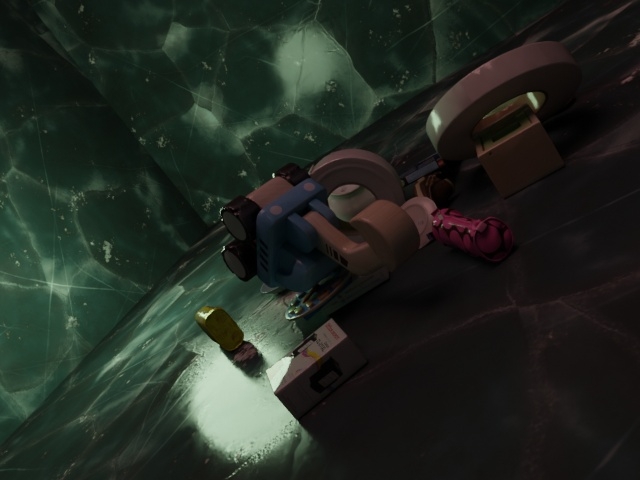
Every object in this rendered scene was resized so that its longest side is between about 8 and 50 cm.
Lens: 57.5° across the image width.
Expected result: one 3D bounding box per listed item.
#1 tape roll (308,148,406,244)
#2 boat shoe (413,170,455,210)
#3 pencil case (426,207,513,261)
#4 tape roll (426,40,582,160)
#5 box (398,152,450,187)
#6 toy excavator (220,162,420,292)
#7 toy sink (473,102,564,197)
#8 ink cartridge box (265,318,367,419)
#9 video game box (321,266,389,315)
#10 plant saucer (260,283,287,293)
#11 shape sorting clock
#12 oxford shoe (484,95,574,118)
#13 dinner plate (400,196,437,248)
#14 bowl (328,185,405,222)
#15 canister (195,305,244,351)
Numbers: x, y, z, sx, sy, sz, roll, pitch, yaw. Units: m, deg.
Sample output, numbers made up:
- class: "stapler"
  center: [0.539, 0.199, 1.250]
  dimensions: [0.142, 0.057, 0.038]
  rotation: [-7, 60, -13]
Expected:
- class: "tape roll"
  center: [0.084, -0.099, 1.567]
  dimensions: [0.286, 0.286, 0.100]
  rotation: [-32, 16, 17]
- class: "boat shoe"
  center: [0.306, -0.133, 1.548]
  dimensions: [0.095, 0.095, 0.257]
  rotation: [-26, 17, 17]
- class: "pencil case"
  center: [0.300, -0.017, 1.185]
  dimensions: [0.095, 0.098, 0.209]
  rotation: [-39, 15, -8]
- class: "tape roll"
  center: [0.454, -0.335, 1.460]
  dimensions: [0.392, 0.072, 0.392]
  rotation: [-20, -19, -7]
- class: "box"
  center: [0.329, -0.226, 1.759]
  dimensions: [0.159, 0.044, 0.233]
  rotation: [-29, 1, 31]
- class: "toy excavator"
  center: [0.000, 0.000, 1.318]
  dimensions: [0.222, 0.445, 0.432]
  rotation: [-38, -27, -31]
- class: "toy sink"
  center: [0.462, -0.226, 1.393]
  dimensions: [0.153, 0.131, 0.234]
  rotation: [-30, 15, 23]
- class: "ink cartridge box"
  center: [-0.010, 0.245, 1.138]
  dimensions: [0.175, 0.072, 0.127]
  rotation: [-39, 14, -5]
- class: "video game box"
  center: [0.084, 0.084, 1.470]
  dimensions: [0.187, 0.048, 0.205]
  rotation: [-31, 16, 17]
- class: "plant saucer"
  center: [-0.100, 0.113, 1.833]
  dimensions: [0.195, 0.037, 0.195]
  rotation: [-33, 15, 10]
- class: "shape sorting clock"
  center: [-0.005, 0.119, 1.407]
  dimensions: [0.206, 0.040, 0.206]
  rotation: [-35, 15, 11]
- class: "oxford shoe"
  center: [0.544, -0.408, 1.737]
  dimensions: [0.397, 0.146, 0.140]
  rotation: [-18, 24, 52]
- class: "dinner plate"
  center: [0.228, -0.043, 1.433]
  dimensions: [0.141, 0.017, 0.141]
  rotation: [-19, 61, 40]
- class: "bowl"
  center: [0.092, -0.144, 1.736]
  dimensions: [0.298, 0.134, 0.297]
  rotation: [-14, 46, 15]
- class: "canister"
  center: [-0.297, 0.249, 1.691]
  dimensions: [0.073, 0.126, 0.170]
  rotation: [-42, 14, -19]
